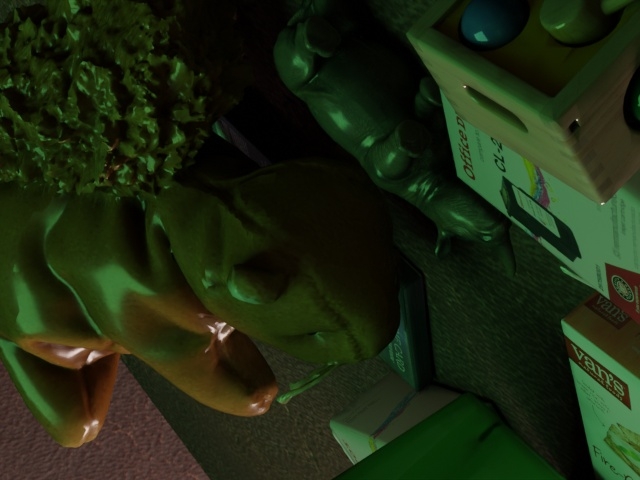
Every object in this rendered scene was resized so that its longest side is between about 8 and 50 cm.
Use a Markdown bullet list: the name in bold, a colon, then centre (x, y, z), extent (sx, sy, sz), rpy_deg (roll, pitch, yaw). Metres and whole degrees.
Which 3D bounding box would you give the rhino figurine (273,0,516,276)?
- **rhino figurine**: centre (0.056, -0.072, 1.231), extent (0.243, 0.073, 0.106), rpy_deg (50, 161, 2)

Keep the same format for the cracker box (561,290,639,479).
- **cracker box**: centre (0.244, 0.141, 1.175), extent (0.156, 0.067, 0.232), rpy_deg (40, 160, 38)

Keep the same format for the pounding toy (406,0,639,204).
- **pounding toy**: centre (0.134, -0.105, 0.860), extent (0.141, 0.130, 0.100), rpy_deg (37, 171, 43)

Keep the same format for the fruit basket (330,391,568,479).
- **fruit basket**: centre (0.100, 0.345, 1.368), extent (0.283, 0.392, 0.392), rpy_deg (42, 162, 31)

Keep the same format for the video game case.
- **video game case**: centre (0.000, 0.000, 1.644), extent (0.274, 0.026, 0.196), rpy_deg (43, 162, 27)

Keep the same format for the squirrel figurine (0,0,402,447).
- **squirrel figurine**: centre (-0.115, -0.036, 1.420), extent (0.370, 0.281, 0.397), rpy_deg (4, 129, 55)

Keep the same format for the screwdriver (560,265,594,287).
- **screwdriver**: centre (0.212, 0.058, 1.044), extent (0.170, 0.025, 0.024), rpy_deg (23, 169, 3)

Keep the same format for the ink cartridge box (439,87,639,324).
- **ink cartridge box**: centre (0.150, -0.046, 1.015), extent (0.175, 0.072, 0.127), rpy_deg (41, 162, 33)

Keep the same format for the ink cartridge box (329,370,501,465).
- **ink cartridge box**: centre (0.114, 0.217, 1.670), extent (0.154, 0.093, 0.212), rpy_deg (57, 163, -15)
